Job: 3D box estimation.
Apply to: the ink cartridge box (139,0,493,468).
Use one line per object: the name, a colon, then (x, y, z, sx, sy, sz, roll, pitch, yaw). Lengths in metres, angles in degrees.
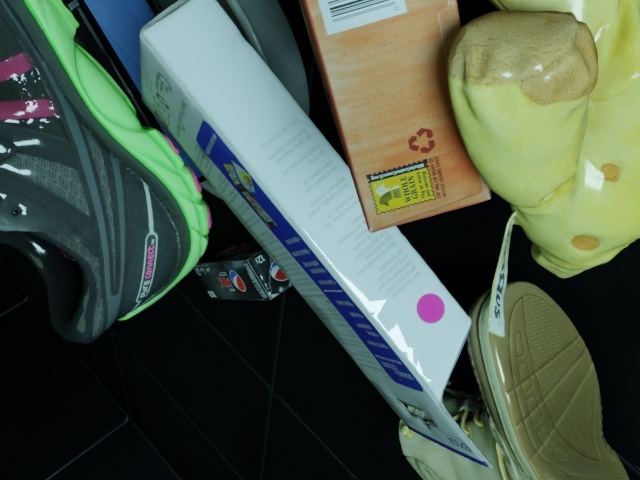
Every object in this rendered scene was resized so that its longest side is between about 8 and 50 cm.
ink cartridge box: (0.000, 0.000, 0.606, 0.371, 0.069, 0.176, 53, 168, -4)

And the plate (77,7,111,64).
plate: (-0.343, -0.295, 0.982, 0.277, 0.045, 0.278, 32, 145, 35)

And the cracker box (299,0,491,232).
cracker box: (0.023, -0.131, 0.440, 0.232, 0.067, 0.155, -98, -9, -60)

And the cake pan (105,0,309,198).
cake pan: (-0.114, -0.171, 0.750, 0.293, 0.054, 0.293, 38, 149, 29)

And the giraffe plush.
giraffe plush: (0.164, -0.056, 0.345, 0.171, 0.181, 0.210, 2, 93, 29)

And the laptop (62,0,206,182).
laptop: (-0.232, -0.123, 0.780, 0.234, 0.264, 0.136, 60, -172, -9)

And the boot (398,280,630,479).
boot: (0.137, 0.143, 0.671, 0.203, 0.095, 0.261, 6, 130, 57)

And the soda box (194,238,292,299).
soda box: (-0.085, 0.033, 0.926, 0.169, 0.060, 0.053, -5, 115, 60)

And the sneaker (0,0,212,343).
sneaker: (-0.279, -0.099, 0.597, 0.185, 0.202, 0.483, 0, 138, 52)
